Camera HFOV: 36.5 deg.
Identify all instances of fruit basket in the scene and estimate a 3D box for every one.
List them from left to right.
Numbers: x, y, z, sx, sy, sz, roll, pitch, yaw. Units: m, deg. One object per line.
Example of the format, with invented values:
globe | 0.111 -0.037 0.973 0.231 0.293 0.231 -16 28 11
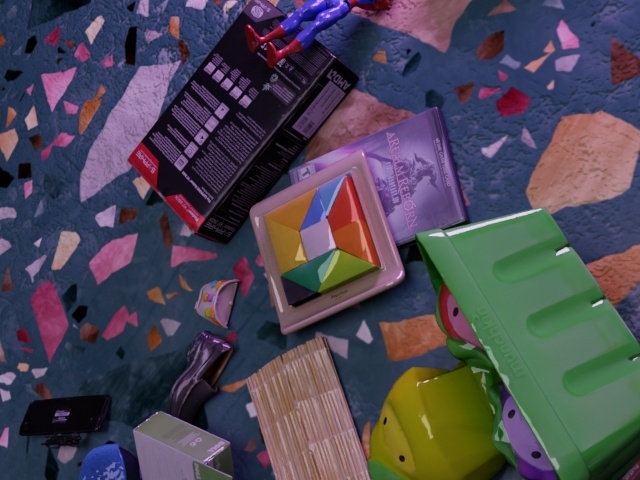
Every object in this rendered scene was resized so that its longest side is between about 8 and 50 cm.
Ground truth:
fruit basket | 0.202 0.191 1.224 0.392 0.283 0.392 -6 63 13

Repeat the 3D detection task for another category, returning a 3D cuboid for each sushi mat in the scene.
sushi mat | -0.009 0.311 1.443 0.151 0.019 0.316 -31 61 21

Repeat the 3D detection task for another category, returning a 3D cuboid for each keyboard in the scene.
keyboard | -0.449 0.325 1.708 0.192 0.038 0.100 -9 47 30

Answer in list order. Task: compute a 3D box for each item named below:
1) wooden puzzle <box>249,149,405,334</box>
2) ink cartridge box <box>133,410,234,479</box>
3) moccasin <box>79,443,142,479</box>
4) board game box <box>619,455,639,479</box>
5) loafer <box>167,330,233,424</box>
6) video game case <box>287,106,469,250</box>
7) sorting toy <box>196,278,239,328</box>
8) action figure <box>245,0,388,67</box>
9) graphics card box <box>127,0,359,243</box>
wooden puzzle | 0.000 0.000 1.491 0.221 0.044 0.239 -26 63 23
ink cartridge box | -0.187 0.350 1.483 0.209 0.062 0.109 15 121 35
moccasin | -0.310 0.495 1.517 0.137 0.117 0.342 -3 68 18
board game box | 0.341 0.391 1.107 0.145 0.027 0.281 43 81 -1
loafer | -0.195 0.232 1.558 0.061 0.062 0.170 18 86 29
video game case | 0.082 -0.069 1.505 0.274 0.026 0.196 -22 65 25
sorting toy | -0.179 0.099 1.608 0.075 0.045 0.083 1 74 51
action figure | 0.017 -0.392 1.523 0.280 0.139 0.091 -31 56 -23
graphics card box | -0.136 -0.205 1.639 0.371 0.094 0.233 -52 56 8
